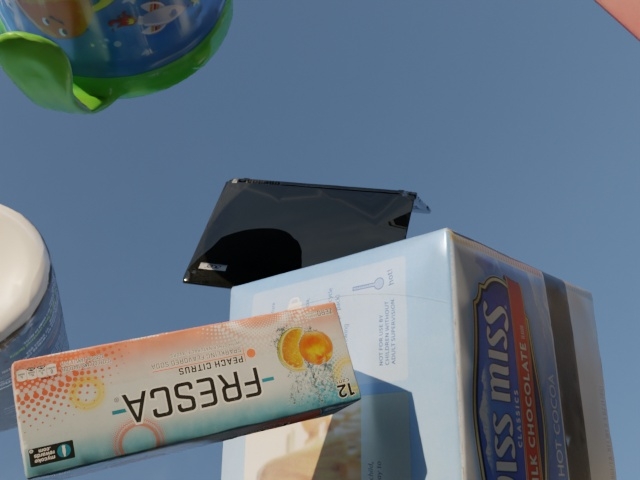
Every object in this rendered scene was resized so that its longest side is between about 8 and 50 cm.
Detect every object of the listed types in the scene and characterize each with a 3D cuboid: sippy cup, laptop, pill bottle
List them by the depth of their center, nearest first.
[{"bbox_3d":[-0.280,0.082,0.601,0.131,0.130,0.245,-3,-30,-16],"label":"pill bottle"},{"bbox_3d":[-0.201,-0.284,0.646,0.240,0.305,0.224,-23,-20,-13],"label":"sippy cup"},{"bbox_3d":[0.000,0.000,0.886,0.235,0.264,0.136,6,-92,15],"label":"laptop"}]

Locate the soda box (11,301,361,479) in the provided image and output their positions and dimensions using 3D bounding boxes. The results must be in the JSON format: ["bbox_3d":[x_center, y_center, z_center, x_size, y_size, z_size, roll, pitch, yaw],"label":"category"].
[{"bbox_3d":[-0.074,0.086,0.413,0.183,0.058,0.062,-9,-109,-19],"label":"soda box"}]

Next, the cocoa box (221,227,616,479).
[{"bbox_3d":[0.075,0.199,0.555,0.228,0.232,0.346,20,-117,-43],"label":"cocoa box"}]

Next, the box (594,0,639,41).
[{"bbox_3d":[0.325,-0.238,0.616,0.127,0.232,0.148,-18,-27,-53],"label":"box"}]
